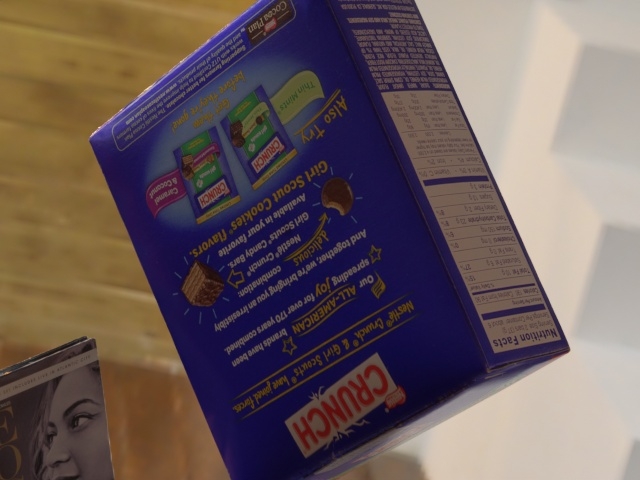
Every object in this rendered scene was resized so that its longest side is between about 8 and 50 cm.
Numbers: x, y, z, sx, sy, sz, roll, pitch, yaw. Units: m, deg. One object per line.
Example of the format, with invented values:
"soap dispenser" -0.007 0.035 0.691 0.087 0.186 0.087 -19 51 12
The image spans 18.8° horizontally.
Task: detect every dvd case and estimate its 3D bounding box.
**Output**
"dvd case" -0.259 0.214 1.755 0.164 0.221 0.018 -22 26 -37

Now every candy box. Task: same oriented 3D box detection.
"candy box" 0.000 0.000 1.419 0.122 0.268 0.317 -7 70 -49
